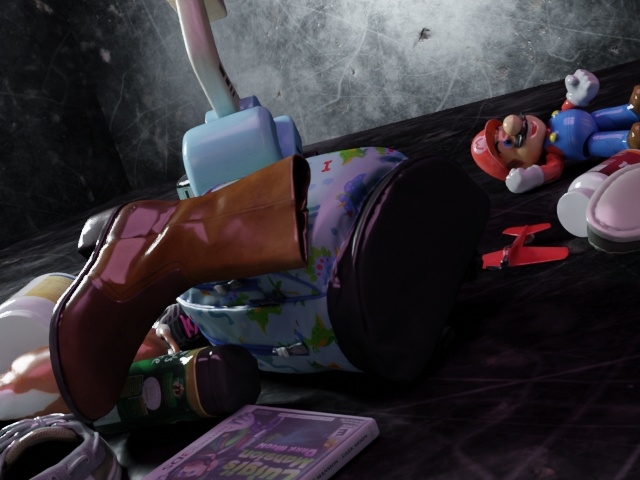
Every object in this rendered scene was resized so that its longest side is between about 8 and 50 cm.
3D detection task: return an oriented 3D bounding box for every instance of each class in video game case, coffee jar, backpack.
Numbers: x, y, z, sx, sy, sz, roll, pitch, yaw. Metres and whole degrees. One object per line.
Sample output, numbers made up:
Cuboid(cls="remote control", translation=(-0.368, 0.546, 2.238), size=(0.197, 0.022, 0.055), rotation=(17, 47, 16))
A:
Cuboid(cls="video game case", translation=(-0.068, 0.209, 0.788), size=(0.190, 0.022, 0.173), rotation=(-5, 18, 46))
Cuboid(cls="coffee jar", translation=(-0.163, 0.167, 0.949), size=(0.184, 0.079, 0.096), rotation=(-13, -12, 21))
Cuboid(cls="backpack", translation=(-0.019, 0.029, 1.027), size=(0.355, 0.273, 0.290), rotation=(-23, 30, 52))

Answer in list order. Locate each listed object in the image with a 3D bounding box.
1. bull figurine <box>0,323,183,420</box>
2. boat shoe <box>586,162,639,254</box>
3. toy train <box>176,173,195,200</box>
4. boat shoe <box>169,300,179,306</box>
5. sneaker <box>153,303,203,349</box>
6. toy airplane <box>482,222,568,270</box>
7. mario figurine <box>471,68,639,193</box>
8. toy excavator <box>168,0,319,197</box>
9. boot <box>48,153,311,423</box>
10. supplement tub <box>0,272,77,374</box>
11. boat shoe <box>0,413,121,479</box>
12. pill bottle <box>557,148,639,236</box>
Cuboid(cls="bull figurine", translation=(-0.327, 0.173, 1.107), size=(0.310, 0.101, 0.188), rotation=(-6, 12, 4))
Cuboid(cls="boat shoe", translation=(0.431, -0.050, 1.025), size=(0.305, 0.091, 0.109), rotation=(-27, 52, -27))
Cuboid(cls="toy train", translation=(-0.157, -0.073, 1.743), size=(0.334, 0.190, 0.142), rotation=(-7, 18, 44))
Cuboid(cls="boat shoe", translation=(-0.228, 0.084, 1.402), size=(0.257, 0.095, 0.095), rotation=(-17, 7, 10))
Cuboid(cls="sneaker", translation=(-0.177, 0.113, 1.260), size=(0.075, 0.063, 0.170), rotation=(-16, 6, 41))
Cuboid(cls="toy airplane", translation=(0.270, 0.009, 1.147), size=(0.151, 0.028, 0.151), rotation=(-16, 14, 4))
Cuboid(cls="mario figurine", translation=(0.416, -0.193, 1.491), size=(0.320, 0.170, 0.198), rotation=(-9, 17, 30))
Cuboid(cls="toy excavator", translation=(-0.148, -0.201, 1.449), size=(0.222, 0.445, 0.433), rotation=(-15, 44, 10))
Cuboid(cls="boot", translation=(-0.134, 0.051, 0.890), size=(0.280, 0.096, 0.264), rotation=(-12, 47, 22))
Cuboid(cls="supplement tub", translation=(-0.435, 0.142, 1.320), size=(0.144, 0.144, 0.200), rotation=(-17, 12, 6))
Cuboid(cls="boat shoe", translation=(-0.265, 0.224, 0.820), size=(0.118, 0.103, 0.320), rotation=(-21, 12, -12))
Cuboid(cls="pill bottle", translation=(0.391, -0.062, 1.142), size=(0.152, 0.086, 0.086), rotation=(-28, 16, -34))
